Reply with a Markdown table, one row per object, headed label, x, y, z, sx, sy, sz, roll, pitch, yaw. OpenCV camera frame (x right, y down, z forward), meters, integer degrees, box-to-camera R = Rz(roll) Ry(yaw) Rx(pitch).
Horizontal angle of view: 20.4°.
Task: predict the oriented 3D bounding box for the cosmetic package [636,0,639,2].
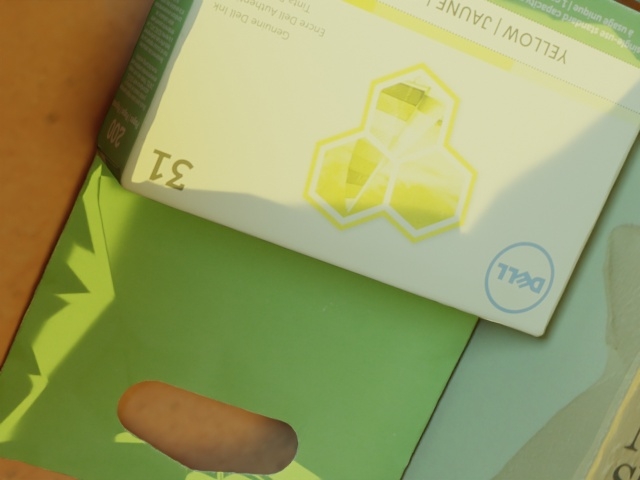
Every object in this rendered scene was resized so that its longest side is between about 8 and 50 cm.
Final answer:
| label | x | y | z | sx | sy | sz | roll | pitch | yaw |
| --- | --- | --- | --- | --- | --- | --- | --- | --- | --- |
| cosmetic package | 0.175 | -0.239 | 0.604 | 0.160 | 0.113 | 0.309 | -21 | 121 | -22 |

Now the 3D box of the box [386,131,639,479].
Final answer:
| label | x | y | z | sx | sy | sz | roll | pitch | yaw |
| --- | --- | --- | --- | --- | --- | --- | --- | --- | --- |
| box | 0.117 | 0.078 | 0.703 | 0.148 | 0.121 | 0.311 | 17 | 102 | -34 |

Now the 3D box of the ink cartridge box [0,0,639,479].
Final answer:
| label | x | y | z | sx | sy | sz | roll | pitch | yaw |
| --- | --- | --- | --- | --- | --- | --- | --- | --- | --- |
| ink cartridge box | 0.000 | 0.000 | 0.622 | 0.171 | 0.056 | 0.235 | 20 | 98 | -23 |
